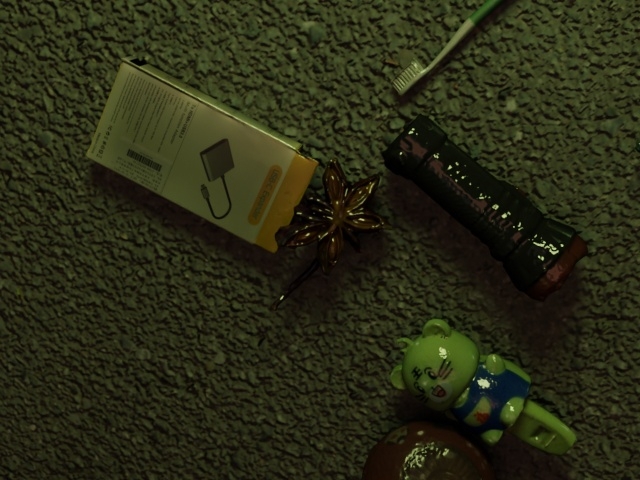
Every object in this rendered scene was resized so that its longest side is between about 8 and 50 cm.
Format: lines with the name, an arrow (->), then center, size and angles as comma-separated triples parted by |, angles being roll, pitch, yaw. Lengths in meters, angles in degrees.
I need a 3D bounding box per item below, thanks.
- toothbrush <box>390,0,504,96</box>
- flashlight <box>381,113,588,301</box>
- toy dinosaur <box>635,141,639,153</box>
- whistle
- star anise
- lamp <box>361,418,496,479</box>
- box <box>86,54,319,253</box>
toothbrush -> 0.170, -0.236, 1.017 | 0.257, 0.018, 0.024 | -39, 90, 22
flashlight -> 0.170, -0.040, 1.050 | 0.232, 0.093, 0.093 | 43, 112, 2
toy dinosaur -> 0.393, -0.091, 0.999 | 0.154, 0.049, 0.055 | 5, 112, 6
whistle -> 0.180, 0.173, 1.114 | 0.227, 0.085, 0.105 | 33, 121, 0
star anise -> 0.000, 0.000, 1.101 | 0.097, 0.070, 0.191 | 38, 93, -13
lamp -> 0.121, 0.286, 1.145 | 0.156, 0.135, 0.157 | -9, 79, -14
box -> -0.133, -0.095, 1.124 | 0.247, 0.033, 0.129 | 28, 111, 2
